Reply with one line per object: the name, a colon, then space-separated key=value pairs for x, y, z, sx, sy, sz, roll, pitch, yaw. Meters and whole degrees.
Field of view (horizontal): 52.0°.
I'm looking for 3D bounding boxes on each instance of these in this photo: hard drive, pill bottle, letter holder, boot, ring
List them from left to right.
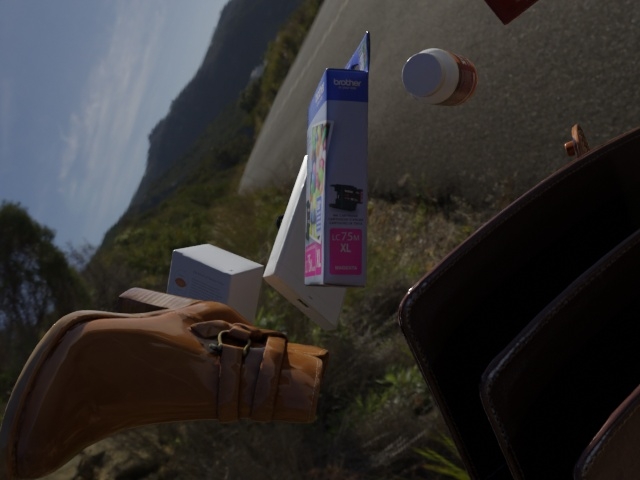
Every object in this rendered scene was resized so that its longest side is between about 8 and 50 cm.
boot: x=-0.113 y=0.135 z=0.570 sx=0.283 sy=0.220 sz=0.109 roll=-47 pitch=-28 yaw=-76
hard drive: x=0.000 y=0.000 z=1.340 sx=0.040 sy=0.203 sz=0.307 roll=-13 pitch=47 yaw=37
pill bottle: x=0.190 y=-0.259 z=1.046 sx=0.152 sy=0.086 sz=0.086 roll=-16 pitch=-43 yaw=-59
ring: x=0.415 y=-0.006 z=0.964 sx=0.032 sy=0.336 sz=0.337 roll=-18 pitch=39 yaw=26
letter holder: x=0.238 y=0.057 z=0.489 sx=0.302 sy=0.214 sz=0.152 roll=-32 pitch=20 yaw=-18

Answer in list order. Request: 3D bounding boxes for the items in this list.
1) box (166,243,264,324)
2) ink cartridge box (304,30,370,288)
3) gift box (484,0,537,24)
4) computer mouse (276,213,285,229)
box: x=-0.184 y=0.109 z=1.109 sx=0.091 sy=0.130 sz=0.170 roll=-13 pitch=-61 yaw=-58
ink cartridge box: x=0.018 y=-0.094 z=0.863 sx=0.186 sy=0.065 sz=0.311 roll=154 pitch=119 yaw=-81
gift box: x=0.315 y=-0.484 z=0.979 sx=0.255 sy=0.276 sz=0.258 roll=-29 pitch=19 yaw=36
computer mouse: x=-0.022 y=0.035 z=1.466 sx=0.071 sy=0.242 sz=0.041 roll=-41 pitch=-22 yaw=21
